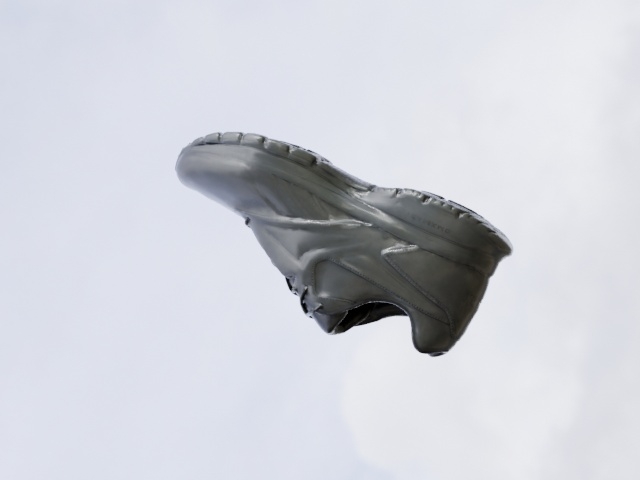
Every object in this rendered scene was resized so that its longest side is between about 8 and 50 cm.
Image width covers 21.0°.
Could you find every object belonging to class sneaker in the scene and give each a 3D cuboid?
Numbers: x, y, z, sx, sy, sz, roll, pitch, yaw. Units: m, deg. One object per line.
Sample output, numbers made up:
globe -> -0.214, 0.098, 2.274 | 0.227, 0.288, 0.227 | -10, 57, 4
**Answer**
sneaker -> 0.000, 0.000, 1.339 | 0.109, 0.286, 0.130 | 21, -89, -64
